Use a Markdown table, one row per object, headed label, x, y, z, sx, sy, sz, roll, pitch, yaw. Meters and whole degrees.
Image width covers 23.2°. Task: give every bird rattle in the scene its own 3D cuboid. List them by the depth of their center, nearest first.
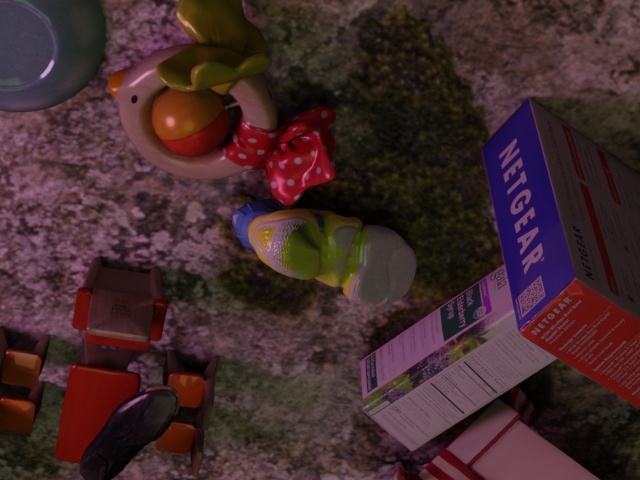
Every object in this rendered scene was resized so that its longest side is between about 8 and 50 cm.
| label | x | y | z | sx | sy | sz | roll | pitch | yaw |
| --- | --- | --- | --- | --- | --- | --- | --- | --- | --- |
| bird rattle | -0.102 | -0.136 | 1.617 | 0.207 | 0.143 | 0.253 | -13 | 138 | 21 |

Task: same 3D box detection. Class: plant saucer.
| label | x | y | z | sx | sy | sz | roll | pitch | yaw |
| --- | --- | --- | --- | --- | --- | --- | --- | --- | --- |
| plant saucer | -0.316 | -0.206 | 1.583 | 0.195 | 0.037 | 0.195 | -1 | 124 | -2 |

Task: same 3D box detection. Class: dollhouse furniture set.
| label | x | y | z | sx | sy | sz | roll | pitch | yaw |
| --- | --- | --- | --- | --- | --- | --- | --- | --- | --- |
| dollhouse furniture set | -0.247 | 0.161 | 1.780 | 0.262 | 0.135 | 0.259 | 9 | 124 | -8 |

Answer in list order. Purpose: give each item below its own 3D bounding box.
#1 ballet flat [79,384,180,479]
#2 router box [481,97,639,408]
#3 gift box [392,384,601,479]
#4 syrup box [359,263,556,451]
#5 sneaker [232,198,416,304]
| label | x | y | z | sx | sy | sz | roll | pitch | yaw |
| --- | --- | --- | --- | --- | --- | --- | --- | --- | --- |
| ballet flat | -0.214 | 0.211 | 1.748 | 0.057 | 0.049 | 0.173 | 45 | 120 | -3 |
| router box | 0.319 | 0.037 | 1.596 | 0.301 | 0.335 | 0.082 | 32 | 118 | -20 |
| gift box | 0.227 | 0.344 | 1.821 | 0.255 | 0.258 | 0.276 | -40 | 127 | -12 |
| syrup box | 0.165 | 0.132 | 1.801 | 0.237 | 0.093 | 0.096 | -36 | 118 | 21 |
| sneaker | 0.000 | 0.000 | 1.719 | 0.240 | 0.126 | 0.091 | 22 | 95 | -47 |
